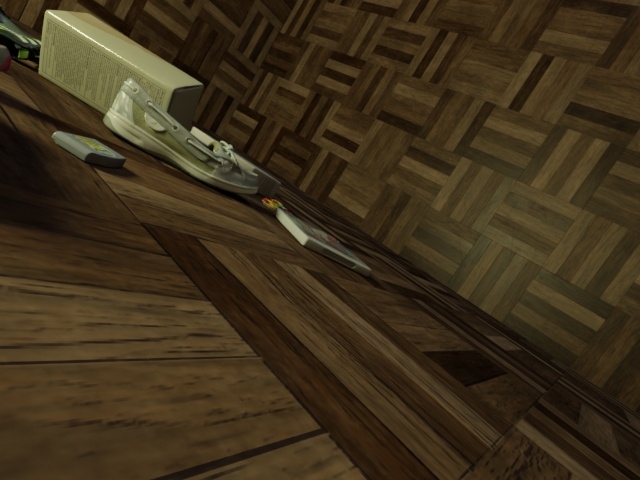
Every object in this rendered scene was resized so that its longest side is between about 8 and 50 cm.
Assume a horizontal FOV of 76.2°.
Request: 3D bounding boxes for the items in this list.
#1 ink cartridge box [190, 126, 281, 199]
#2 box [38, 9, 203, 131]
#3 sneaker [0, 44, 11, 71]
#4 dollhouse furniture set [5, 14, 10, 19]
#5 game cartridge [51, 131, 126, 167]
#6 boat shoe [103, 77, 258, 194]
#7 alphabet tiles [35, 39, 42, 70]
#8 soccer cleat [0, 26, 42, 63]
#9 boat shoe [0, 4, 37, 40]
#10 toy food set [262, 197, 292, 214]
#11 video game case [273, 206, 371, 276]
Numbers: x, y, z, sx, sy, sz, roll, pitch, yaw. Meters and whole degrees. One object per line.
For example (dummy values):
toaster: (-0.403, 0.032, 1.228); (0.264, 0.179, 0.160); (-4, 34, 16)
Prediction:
ink cartridge box: (-0.291, -0.239, 1.158); (0.296, 0.066, 0.261); (35, 7, 28)
box: (-0.435, -0.354, 0.896); (0.311, 0.148, 0.121); (33, 30, 0)
sneaker: (-0.487, -0.287, 0.454); (0.252, 0.111, 0.103); (27, 8, -35)
dollhouse furniture set: (-0.931, -0.632, 1.092); (0.152, 0.076, 0.058); (30, 6, -17)
game cartridge: (-0.283, -0.111, 0.510); (0.056, 0.017, 0.083); (35, 7, -1)
boat shoe: (-0.253, -0.190, 0.818); (0.320, 0.103, 0.118); (28, 8, -28)
alphabet tiles: (-0.589, -0.434, 1.011); (0.237, 0.009, 0.198); (31, 42, 1)
soccer cleat: (-0.638, -0.415, 0.896); (0.179, 0.060, 0.072); (4, 41, -45)
boat shoe: (-0.811, -0.553, 0.961); (0.319, 0.099, 0.116); (27, 8, -34)
toy food set: (-0.111, -0.086, 1.042); (0.083, 0.020, 0.083); (36, 8, 29)
video game case: (0.000, 0.000, 0.915); (0.183, 0.023, 0.201); (28, 8, -32)
